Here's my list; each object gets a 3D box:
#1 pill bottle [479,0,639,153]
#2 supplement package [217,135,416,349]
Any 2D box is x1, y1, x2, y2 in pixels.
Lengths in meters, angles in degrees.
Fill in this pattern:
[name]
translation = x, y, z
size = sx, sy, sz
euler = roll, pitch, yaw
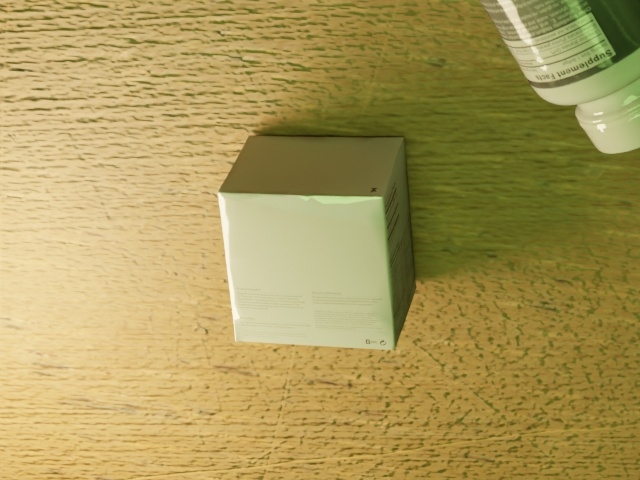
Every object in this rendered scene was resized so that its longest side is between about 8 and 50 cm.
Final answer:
[pill bottle]
translation = 0.265, -0.252, 1.929
size = 0.176, 0.176, 0.318
euler = -24, 112, 25
[supplement package]
translation = 0.000, 0.000, 2.160
size = 0.194, 0.149, 0.203
euler = 2, 120, 13
